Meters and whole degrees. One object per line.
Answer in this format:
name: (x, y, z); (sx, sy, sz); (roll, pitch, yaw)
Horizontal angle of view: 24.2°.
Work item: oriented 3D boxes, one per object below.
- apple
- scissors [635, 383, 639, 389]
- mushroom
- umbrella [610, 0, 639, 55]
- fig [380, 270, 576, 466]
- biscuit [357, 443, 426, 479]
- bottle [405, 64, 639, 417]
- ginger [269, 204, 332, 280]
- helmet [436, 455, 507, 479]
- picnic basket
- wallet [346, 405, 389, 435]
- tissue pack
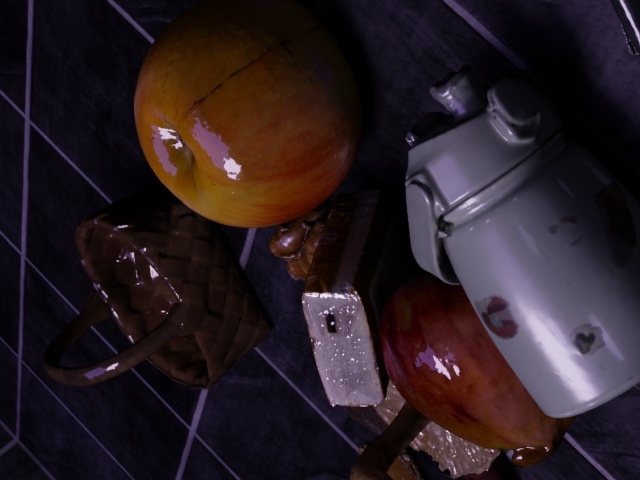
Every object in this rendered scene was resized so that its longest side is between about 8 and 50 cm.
apple: (-0.087, -0.154, 1.773); (0.286, 0.233, 0.286); (37, 149, 27)
scissors: (0.427, 0.134, 1.576); (0.160, 0.024, 0.317); (54, 152, -6)
mushroom: (0.096, 0.222, 1.921); (0.233, 0.302, 0.208); (3, 94, 39)
umbrella: (0.281, -0.223, 1.359); (0.036, 0.031, 0.133); (3, 127, 57)
fig: (0.190, 0.128, 1.730); (0.263, 0.224, 0.224); (37, 155, -14)
biscuit: (0.151, 0.412, 2.322); (0.131, 0.025, 0.231); (-2, 123, 58)
bottle: (0.211, -0.011, 1.526); (0.351, 0.229, 0.229); (53, 152, -2)
ginger: (0.000, 0.000, 2.006); (0.162, 0.073, 0.103); (-6, 136, 44)
helmet: (0.217, 0.311, 2.064); (0.089, 0.057, 0.111); (17, 179, -36)
picnic basket: (-0.291, 0.118, 2.318); (0.293, 0.337, 0.337); (4, 127, 54)
wallet: (0.056, 0.192, 2.180); (0.124, 0.042, 0.230); (22, 140, 48)
tissue pack: (0.051, 0.068, 1.840); (0.092, 0.226, 0.183); (-3, 124, 13)
